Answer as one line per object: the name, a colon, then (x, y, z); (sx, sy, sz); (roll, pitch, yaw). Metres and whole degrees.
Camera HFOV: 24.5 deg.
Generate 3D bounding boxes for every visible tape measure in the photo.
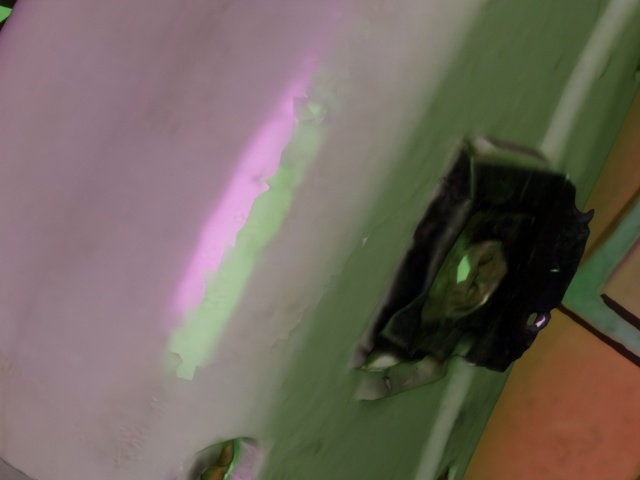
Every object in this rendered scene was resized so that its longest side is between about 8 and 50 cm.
tape measure: (0.000, 0.000, 0.451); (0.130, 0.265, 0.258); (29, 101, 20)

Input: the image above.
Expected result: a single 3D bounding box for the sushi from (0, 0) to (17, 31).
sushi: (-0.195, -0.127, 0.402); (0.294, 0.178, 0.351); (8, 110, -28)
